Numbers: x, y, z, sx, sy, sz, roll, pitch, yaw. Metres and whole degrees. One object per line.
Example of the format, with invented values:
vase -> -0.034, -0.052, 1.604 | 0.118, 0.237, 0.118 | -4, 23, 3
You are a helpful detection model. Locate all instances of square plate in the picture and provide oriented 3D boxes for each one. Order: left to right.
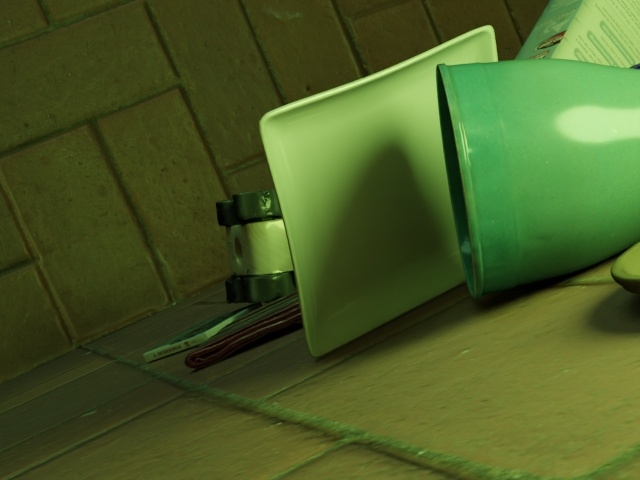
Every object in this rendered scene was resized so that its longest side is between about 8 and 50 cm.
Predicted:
square plate -> 0.094, -0.064, 1.335 | 0.347, 0.344, 0.049 | -25, 32, -23

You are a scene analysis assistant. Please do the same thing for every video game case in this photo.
video game case -> -0.240, 0.189, 2.156 | 0.183, 0.023, 0.201 | -21, 3, 34

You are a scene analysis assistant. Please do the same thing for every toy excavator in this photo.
toy excavator -> 0.000, 0.000, 2.251 | 0.445, 0.222, 0.433 | -7, 0, -19

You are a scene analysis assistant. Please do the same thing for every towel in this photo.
towel -> -0.094, 0.140, 1.849 | 0.237, 0.037, 0.329 | -25, 2, 10

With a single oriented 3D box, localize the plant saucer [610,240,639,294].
plant saucer -> 0.386, -0.007, 0.887 | 0.277, 0.041, 0.278 | -23, 3, 1

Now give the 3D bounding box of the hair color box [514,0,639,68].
hair color box -> 0.451, -0.319, 1.705 | 0.113, 0.185, 0.374 | -17, 34, 53

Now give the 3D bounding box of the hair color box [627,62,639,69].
hair color box -> 0.460, -0.145, 1.295 | 0.110, 0.185, 0.339 | -23, 3, -3

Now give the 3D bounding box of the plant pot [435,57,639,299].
plant pot -> 0.277, -0.087, 1.186 | 0.255, 0.272, 0.271 | -9, 5, 4
